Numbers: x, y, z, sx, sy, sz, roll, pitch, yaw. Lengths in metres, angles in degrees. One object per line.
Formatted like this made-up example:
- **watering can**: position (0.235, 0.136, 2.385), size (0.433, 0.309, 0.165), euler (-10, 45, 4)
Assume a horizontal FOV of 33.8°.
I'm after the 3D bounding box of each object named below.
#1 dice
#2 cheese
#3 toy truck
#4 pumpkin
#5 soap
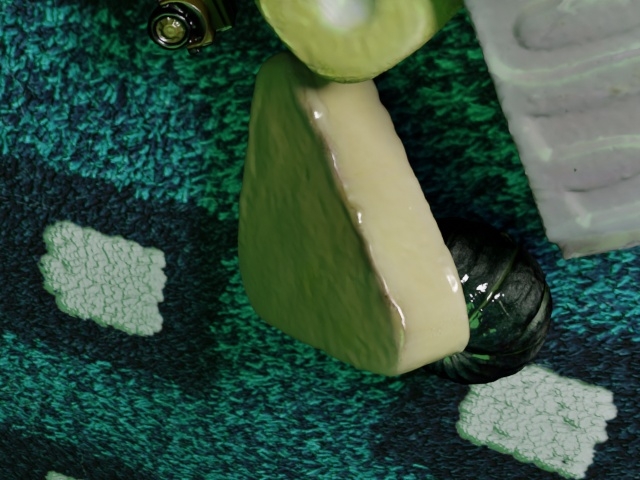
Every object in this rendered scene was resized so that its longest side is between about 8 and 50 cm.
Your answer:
- **dice**: position (0.042, -0.273, 1.049), size (0.166, 0.169, 0.169), euler (-28, 114, 35)
- **cheese**: position (-0.001, -0.001, 1.248), size (0.384, 0.104, 0.383), euler (38, 135, 49)
- **toy truck**: position (-0.150, -0.333, 1.110), size (0.127, 0.127, 0.257), euler (-9, 126, 9)
- **pumpkin**: position (0.173, 0.075, 1.296), size (0.221, 0.162, 0.220), euler (19, 134, 20)
- **soap**: position (0.307, -0.228, 0.962), size (0.350, 0.213, 0.435), euler (-9, 123, 29)
